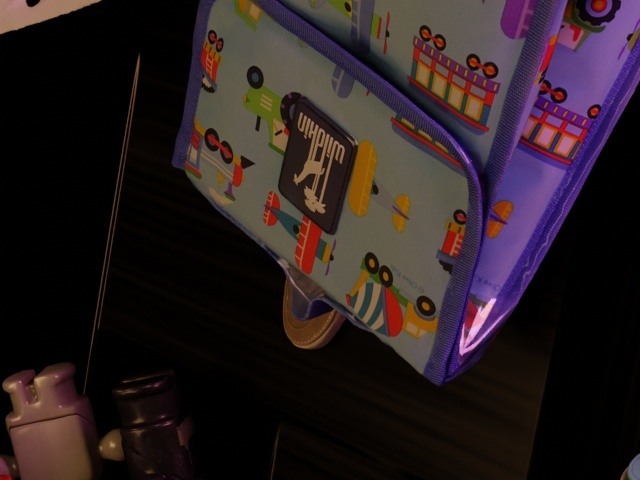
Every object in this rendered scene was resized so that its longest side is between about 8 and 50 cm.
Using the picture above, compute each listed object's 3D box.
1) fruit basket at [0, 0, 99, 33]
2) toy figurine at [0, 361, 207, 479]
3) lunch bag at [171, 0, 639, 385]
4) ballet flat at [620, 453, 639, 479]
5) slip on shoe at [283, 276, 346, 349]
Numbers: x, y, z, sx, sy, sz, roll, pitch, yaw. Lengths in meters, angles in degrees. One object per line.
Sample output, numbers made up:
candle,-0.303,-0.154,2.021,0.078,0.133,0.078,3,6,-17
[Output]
fruit basket,-0.158,-0.301,1.091,0.327,0.165,0.353,-9,64,47
toy figurine,-0.182,0.173,1.108,0.209,0.213,0.148,-3,103,51
lunch bag,0.039,-0.087,0.921,0.221,0.138,0.293,36,121,31
ballet flat,0.209,0.136,0.804,0.168,0.057,0.052,15,128,50
slip on shoe,0.000,0.000,1.032,0.051,0.041,0.135,40,117,41
